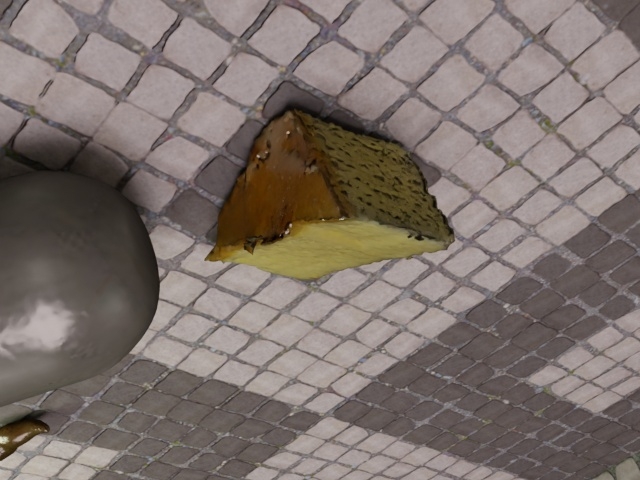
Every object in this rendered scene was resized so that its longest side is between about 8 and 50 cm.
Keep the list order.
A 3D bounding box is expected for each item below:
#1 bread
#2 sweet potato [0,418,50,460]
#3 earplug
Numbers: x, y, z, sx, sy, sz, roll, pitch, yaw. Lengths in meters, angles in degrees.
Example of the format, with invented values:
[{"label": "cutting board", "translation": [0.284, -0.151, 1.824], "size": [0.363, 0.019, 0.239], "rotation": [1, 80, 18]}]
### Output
[{"label": "bread", "translation": [0.000, 0.000, 1.100], "size": [0.248, 0.279, 0.315], "rotation": [10, 121, -32]}, {"label": "sweet potato", "translation": [-0.670, 0.424, 1.529], "size": [0.274, 0.067, 0.067], "rotation": [-25, 136, 15]}, {"label": "earplug", "translation": [-0.427, 0.072, 1.032], "size": [0.394, 0.312, 0.312], "rotation": [-15, 137, 0]}]
